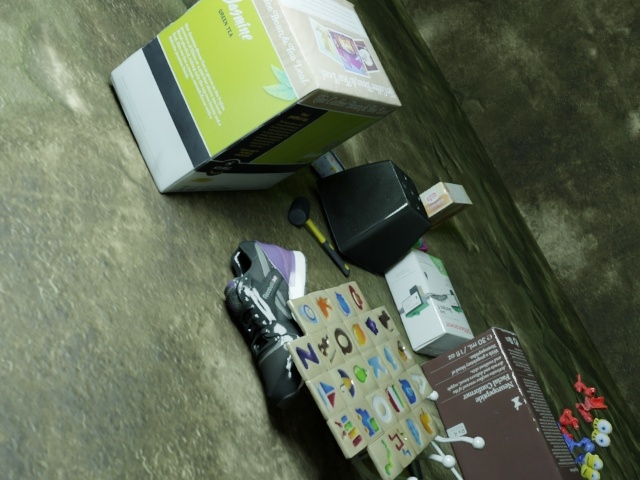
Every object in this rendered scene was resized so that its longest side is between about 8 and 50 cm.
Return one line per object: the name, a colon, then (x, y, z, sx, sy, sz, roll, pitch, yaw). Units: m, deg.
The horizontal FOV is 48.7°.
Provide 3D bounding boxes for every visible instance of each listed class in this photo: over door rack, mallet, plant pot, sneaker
over door rack: (0.195, 0.413, 1.138, 0.239, 0.108, 0.324, -5, 63, -51)
mallet: (0.000, 0.000, 1.406, 0.190, 0.039, 0.062, 55, 24, -13)
plant pot: (0.126, -0.065, 1.527, 0.187, 0.167, 0.188, 32, 33, -54)
sneaker: (-0.091, 0.118, 1.059, 0.124, 0.107, 0.283, 20, 39, -25)

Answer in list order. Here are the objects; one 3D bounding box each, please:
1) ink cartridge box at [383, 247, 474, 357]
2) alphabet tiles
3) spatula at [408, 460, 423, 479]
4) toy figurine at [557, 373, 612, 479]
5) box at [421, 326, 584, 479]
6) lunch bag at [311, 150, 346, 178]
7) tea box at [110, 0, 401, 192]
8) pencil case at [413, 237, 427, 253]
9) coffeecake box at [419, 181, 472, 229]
ink cartridge box: (0.245, 0.143, 1.604, 0.160, 0.092, 0.219, 20, 43, -52)
alphabet tiles: (0.073, 0.199, 1.077, 0.285, 0.011, 0.342, 60, 25, 11)
spatula: (0.186, 0.438, 1.229, 0.084, 0.030, 0.296, 9, 53, -51)
toy figurine: (0.494, 0.488, 1.619, 0.191, 0.217, 0.363, -99, -167, -66)
box: (0.370, 0.390, 1.432, 0.143, 0.191, 0.381, 20, 42, -52)
lunch bag: (0.021, -0.169, 1.616, 0.071, 0.053, 0.083, 53, 16, -11)
tea box: (-0.093, -0.245, 1.167, 0.329, 0.323, 0.220, -10, 75, -63)
pencil case: (0.171, -0.052, 1.701, 0.104, 0.104, 0.236, 18, 43, -53)
coffeecake box: (0.320, -0.093, 1.954, 0.185, 0.142, 0.068, -2, 62, -61)
